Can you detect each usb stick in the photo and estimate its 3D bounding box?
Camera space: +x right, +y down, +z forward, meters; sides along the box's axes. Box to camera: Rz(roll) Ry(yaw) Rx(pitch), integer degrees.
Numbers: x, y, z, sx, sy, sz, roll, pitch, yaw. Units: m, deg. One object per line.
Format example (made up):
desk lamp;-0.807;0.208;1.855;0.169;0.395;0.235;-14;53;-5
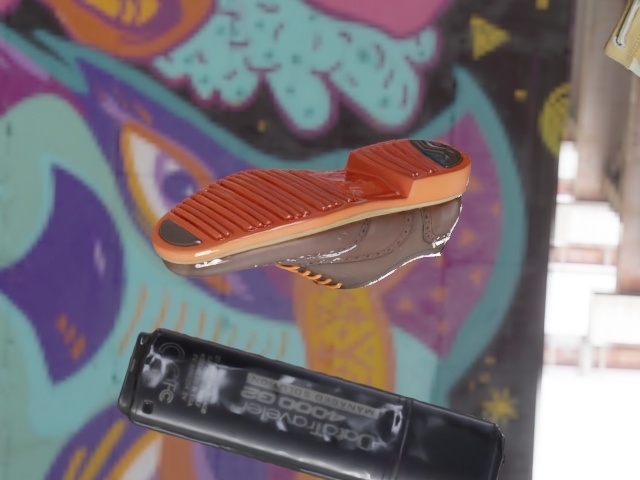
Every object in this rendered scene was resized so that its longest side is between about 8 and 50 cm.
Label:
usb stick;-0.004;0.131;1.127;0.045;0.278;0.077;113;-7;-67

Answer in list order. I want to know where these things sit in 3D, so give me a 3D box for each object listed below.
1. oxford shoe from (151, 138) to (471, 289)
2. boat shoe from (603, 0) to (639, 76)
oxford shoe;0.000;0.000;1.155;0.097;0.271;0.098;35;-51;46
boat shoe;0.145;-0.135;0.602;0.068;0.072;0.190;-46;154;-44
